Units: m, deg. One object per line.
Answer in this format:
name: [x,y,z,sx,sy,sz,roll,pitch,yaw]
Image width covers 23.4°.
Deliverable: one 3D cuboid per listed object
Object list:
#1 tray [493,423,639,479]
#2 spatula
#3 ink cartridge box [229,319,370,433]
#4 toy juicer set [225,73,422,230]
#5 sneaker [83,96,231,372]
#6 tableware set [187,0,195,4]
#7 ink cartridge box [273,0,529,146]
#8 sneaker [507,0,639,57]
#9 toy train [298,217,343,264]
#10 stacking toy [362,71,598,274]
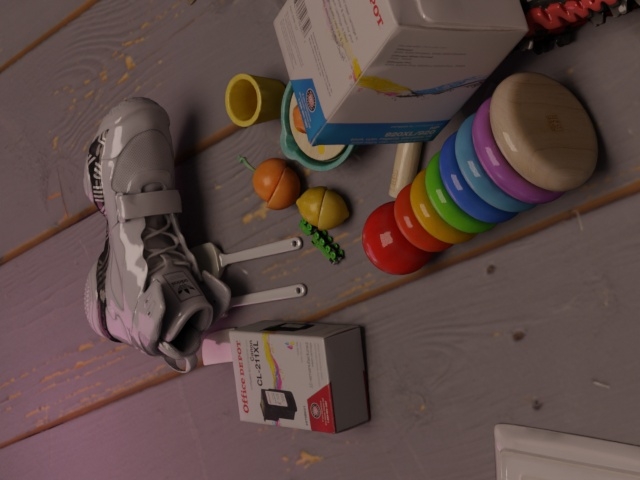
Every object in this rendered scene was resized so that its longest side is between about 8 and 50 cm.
tray: [0.295,0.293,1.727,0.270,0.030,0.145,4,100,45]
spatula: [-0.100,0.077,2.100,0.242,0.019,0.168,-13,85,45]
ink cartridge box: [-0.029,0.174,1.996,0.175,0.072,0.127,0,101,43]
toy juicer set: [0.009,-0.116,1.914,0.329,0.089,0.209,-3,93,45]
sneaker: [-0.216,-0.001,2.101,0.210,0.137,0.365,29,121,43]
tableware set: [-0.123,-0.411,2.045,0.194,0.039,0.128,-43,54,33]
ink cartridge box: [0.083,-0.235,1.680,0.232,0.168,0.171,-50,50,53]
sneaker: [0.280,-0.285,1.614,0.276,0.098,0.135,-14,88,46]
toy train: [0.000,0.000,1.991,0.083,0.017,0.023,50,137,28]
stacking toy: [0.156,-0.054,1.752,0.330,0.141,0.141,-37,69,45]
